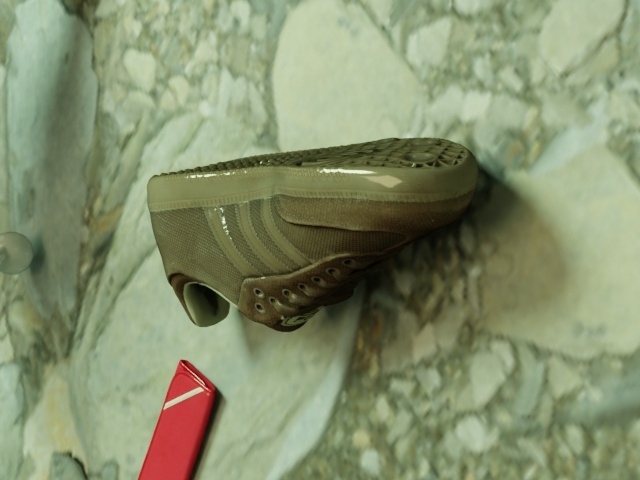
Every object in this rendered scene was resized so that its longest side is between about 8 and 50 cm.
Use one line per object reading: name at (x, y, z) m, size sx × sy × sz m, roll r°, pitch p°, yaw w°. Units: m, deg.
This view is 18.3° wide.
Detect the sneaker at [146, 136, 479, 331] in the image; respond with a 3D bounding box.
sneaker at (0.000, 0.000, 0.795) m, size 0.188 × 0.066 × 0.071 m, roll -1°, pitch 102°, yaw 55°

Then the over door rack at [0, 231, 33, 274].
over door rack at (-0.253, 0.031, 1.057) m, size 0.239 × 0.108 × 0.324 m, roll -49°, pitch 37°, yaw 34°

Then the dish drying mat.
dish drying mat at (-0.068, 0.097, 0.891) m, size 0.032 × 0.008 × 0.083 m, roll 36°, pitch 113°, yaw 44°
